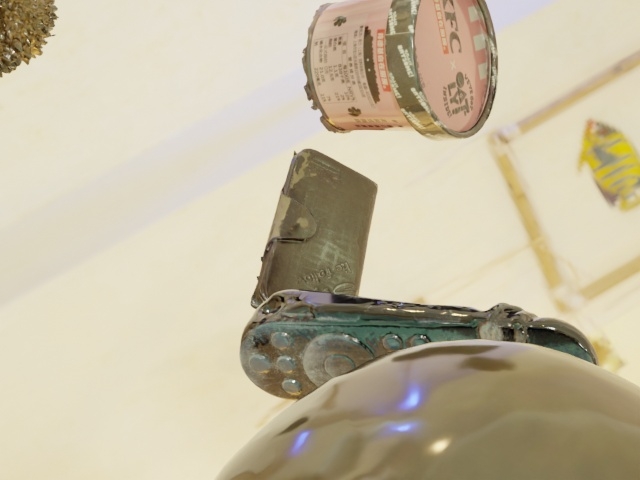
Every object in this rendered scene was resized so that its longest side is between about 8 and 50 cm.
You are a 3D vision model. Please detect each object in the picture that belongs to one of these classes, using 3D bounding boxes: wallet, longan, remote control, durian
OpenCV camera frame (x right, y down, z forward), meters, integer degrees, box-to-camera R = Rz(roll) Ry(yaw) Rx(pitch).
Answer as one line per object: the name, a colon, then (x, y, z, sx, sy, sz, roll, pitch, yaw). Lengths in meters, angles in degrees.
wallet: (0.000, 0.000, 1.377, 0.122, 0.232, 0.031, 24, -36, -16)
longan: (0.070, 0.186, 0.594, 0.297, 0.297, 0.297, 60, -5, 8)
remote control: (0.071, 0.077, 0.873, 0.066, 0.266, 0.090, -66, 150, -48)
durian: (-0.339, -0.241, 1.136, 0.196, 0.167, 0.196, 39, -6, 5)

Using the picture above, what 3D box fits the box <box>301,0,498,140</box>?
box: (0.067, -0.161, 1.072, 0.135, 0.151, 0.151, -2, -51, 34)
